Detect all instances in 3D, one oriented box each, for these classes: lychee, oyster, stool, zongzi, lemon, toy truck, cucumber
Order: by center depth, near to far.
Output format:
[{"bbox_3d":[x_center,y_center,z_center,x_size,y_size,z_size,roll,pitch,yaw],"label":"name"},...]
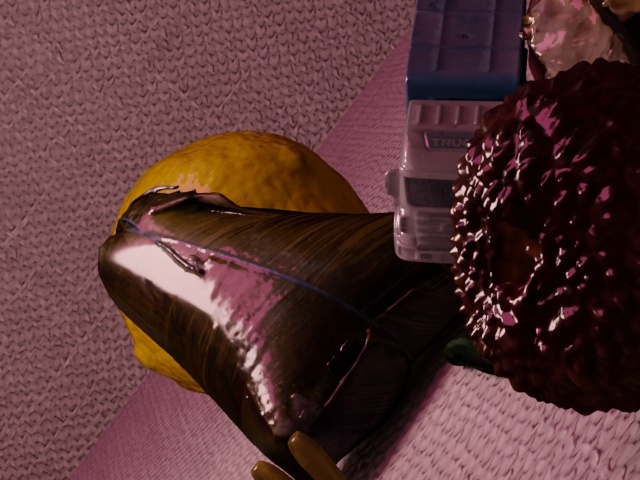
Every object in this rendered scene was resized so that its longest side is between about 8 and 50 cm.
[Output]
[{"bbox_3d":[0.224,-0.012,1.285,0.271,0.271,0.271,-51,9,11],"label":"lychee"},{"bbox_3d":[0.153,0.110,1.762,0.033,0.036,0.184,-19,3,-10],"label":"cucumber"},{"bbox_3d":[-0.020,0.269,1.780,0.134,0.110,0.135,-51,10,5],"label":"stool"},{"bbox_3d":[0.281,-0.159,1.823,0.110,0.166,0.341,-25,25,14],"label":"oyster"},{"bbox_3d":[0.153,-0.134,1.909,0.367,0.146,0.175,-81,-12,-50],"label":"toy truck"},{"bbox_3d":[0.000,0.000,2.016,0.432,0.403,0.208,-47,-33,-6],"label":"zongzi"},{"bbox_3d":[-0.086,0.033,2.301,0.387,0.350,0.350,-2,47,47],"label":"lemon"}]

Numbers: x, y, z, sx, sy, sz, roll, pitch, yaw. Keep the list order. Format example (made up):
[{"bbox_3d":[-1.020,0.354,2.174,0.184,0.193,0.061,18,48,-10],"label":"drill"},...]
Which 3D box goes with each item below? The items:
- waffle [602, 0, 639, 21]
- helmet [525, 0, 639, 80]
[{"bbox_3d":[0.428,-0.393,1.869,0.261,0.114,0.376,-18,28,34],"label":"waffle"},{"bbox_3d":[0.307,-0.256,2.049,0.253,0.154,0.198,-31,24,56],"label":"helmet"}]
